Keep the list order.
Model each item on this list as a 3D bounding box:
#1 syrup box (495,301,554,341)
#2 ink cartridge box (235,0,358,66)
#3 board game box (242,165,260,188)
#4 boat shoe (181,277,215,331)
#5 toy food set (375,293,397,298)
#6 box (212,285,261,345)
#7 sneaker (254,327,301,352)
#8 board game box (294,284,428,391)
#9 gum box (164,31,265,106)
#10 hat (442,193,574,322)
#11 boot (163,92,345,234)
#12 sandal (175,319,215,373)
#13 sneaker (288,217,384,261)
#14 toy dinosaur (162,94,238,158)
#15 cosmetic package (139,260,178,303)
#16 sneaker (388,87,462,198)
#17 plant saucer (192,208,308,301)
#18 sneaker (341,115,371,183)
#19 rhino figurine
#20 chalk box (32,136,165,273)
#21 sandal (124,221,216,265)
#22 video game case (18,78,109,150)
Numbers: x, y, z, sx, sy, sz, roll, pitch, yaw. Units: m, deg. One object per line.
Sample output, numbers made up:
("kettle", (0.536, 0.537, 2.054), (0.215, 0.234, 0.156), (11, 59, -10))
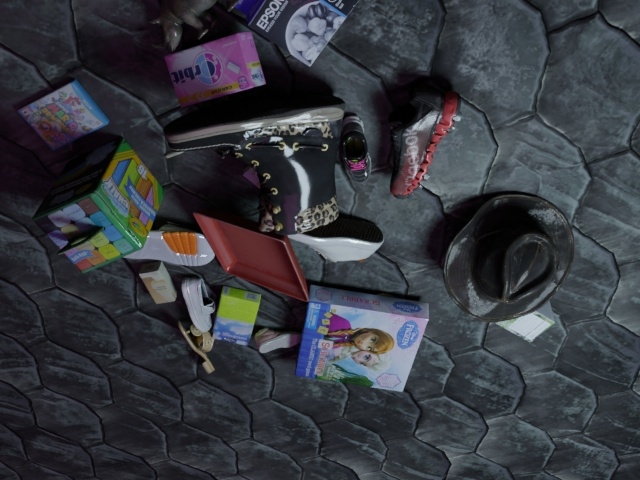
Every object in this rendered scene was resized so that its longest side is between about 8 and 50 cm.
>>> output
("syrup box", (0.473, 0.156, 1.818), (0.237, 0.096, 0.093), (29, 125, -16))
("ink cartridge box", (-0.047, -0.473, 1.367), (0.208, 0.045, 0.206), (30, 127, -18))
("board game box", (-0.089, -0.143, 1.659), (0.154, 0.026, 0.103), (37, 124, -24))
("boat shoe", (-0.320, 0.173, 1.929), (0.063, 0.066, 0.184), (-6, 120, 11))
("toy food set", (0.173, 0.175, 1.910), (0.082, 0.020, 0.083), (21, 128, -13))
("box", (-0.233, 0.209, 1.958), (0.109, 0.042, 0.178), (14, 130, -6))
("sneaker", (-0.123, 0.269, 2.003), (0.134, 0.070, 0.051), (-12, 128, -24))
("board game box", (0.105, 0.274, 1.945), (0.318, 0.066, 0.319), (8, 132, -2))
("gum box", (-0.217, -0.343, 1.438), (0.188, 0.062, 0.107), (-9, 104, 25))
("hat", (0.458, 0.063, 1.649), (0.331, 0.134, 0.331), (-2, 108, -6))
("boot", (-0.124, -0.150, 1.507), (0.377, 0.138, 0.284), (-13, 120, -17))
("sandal", (-0.332, 0.284, 2.027), (0.079, 0.088, 0.240), (-30, 136, -11))
("sneaker", (0.000, 0.000, 1.707), (0.290, 0.106, 0.123), (15, 137, -19))
("toy dinosaur", (-0.227, -0.252, 1.546), (0.118, 0.064, 0.268), (37, 116, -5))
("cosmetic package", (-0.431, 0.113, 1.895), (0.060, 0.041, 0.115), (-11, 128, 13))
("sneaker", (0.193, -0.212, 1.532), (0.135, 0.097, 0.276), (16, 127, -9))
("plant saucer", (-0.155, 0.027, 1.714), (0.259, 0.048, 0.258), (17, 150, 25))
("sneaker", (0.077, -0.188, 1.576), (0.063, 0.075, 0.170), (-4, 130, 8))
("rhino figurine", (-0.250, -0.452, 1.381), (0.243, 0.073, 0.106), (-31, 109, 29))
("chalk box", (-0.496, -0.060, 1.592), (0.180, 0.289, 0.179), (-19, 126, 20))
("sandal", (-0.391, -0.004, 1.767), (0.265, 0.076, 0.102), (7, 124, -19))
("video game case", (-0.576, -0.279, 1.594), (0.166, 0.015, 0.119), (-20, 125, 20))
